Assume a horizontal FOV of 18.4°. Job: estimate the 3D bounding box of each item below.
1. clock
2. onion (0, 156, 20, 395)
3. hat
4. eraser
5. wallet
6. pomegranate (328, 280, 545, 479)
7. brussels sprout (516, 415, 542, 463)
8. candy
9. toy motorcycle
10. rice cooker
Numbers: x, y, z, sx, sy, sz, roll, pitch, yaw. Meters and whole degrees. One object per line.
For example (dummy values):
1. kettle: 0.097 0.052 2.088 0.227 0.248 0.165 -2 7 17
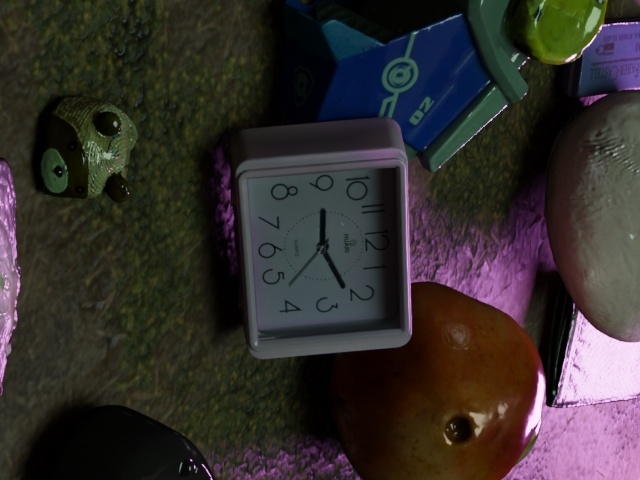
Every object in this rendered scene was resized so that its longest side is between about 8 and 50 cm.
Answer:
1. clock: 0.000 0.000 1.691 0.063 0.150 0.197 -102 -172 -61
2. onion: -0.268 0.037 1.336 0.151 0.098 0.206 -16 111 -82
3. hat: -0.170 -0.068 1.491 0.076 0.059 0.077 -8 105 -61
4. eraser: 0.330 -0.208 2.225 0.225 0.036 0.082 -12 110 -55
5. wallet: 0.335 0.115 2.348 0.236 0.055 0.160 2 97 -53
6. pomegranate: 0.111 0.143 1.872 0.209 0.209 0.209 -28 126 -49
7. brussels sprout: 0.167 0.182 2.033 0.155 0.117 0.155 -59 168 -21
8. candy: 0.358 -0.029 2.178 0.295 0.185 0.295 4 85 -54
9. toy motorcycle: 0.073 -0.183 1.730 0.326 0.191 0.200 -47 133 -10
10. rice cooker: -0.148 0.228 1.588 0.142 0.118 0.203 -49 136 -35
